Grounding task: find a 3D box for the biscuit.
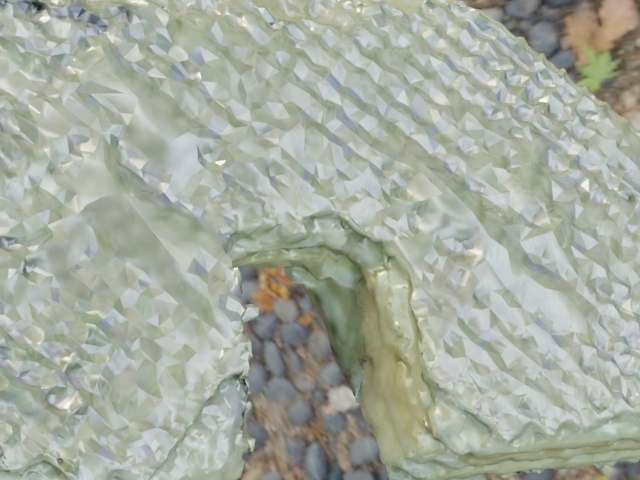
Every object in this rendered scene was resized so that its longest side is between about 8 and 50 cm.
[{"bbox_3d":[0.000,0.000,0.417,0.250,0.046,0.147,-1,65,-24],"label":"biscuit"}]
